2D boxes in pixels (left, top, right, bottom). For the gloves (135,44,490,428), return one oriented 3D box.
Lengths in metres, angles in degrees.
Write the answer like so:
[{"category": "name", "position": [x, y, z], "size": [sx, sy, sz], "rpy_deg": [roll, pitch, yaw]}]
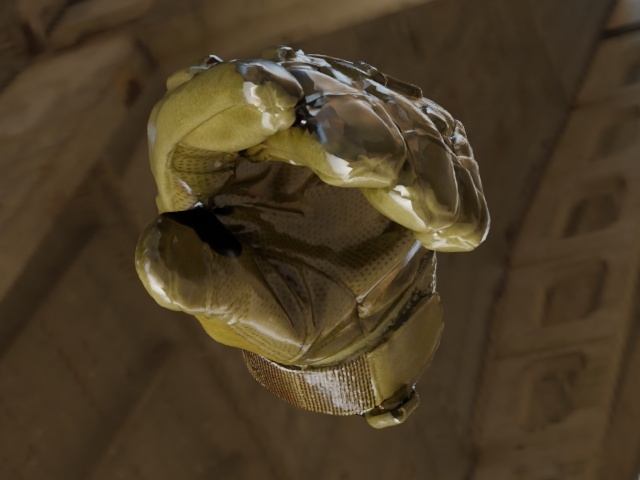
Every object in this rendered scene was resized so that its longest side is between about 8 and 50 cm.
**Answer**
[{"category": "gloves", "position": [-0.003, -0.013, 0.779], "size": [0.331, 0.154, 0.141], "rpy_deg": [74, -173, -66]}]
